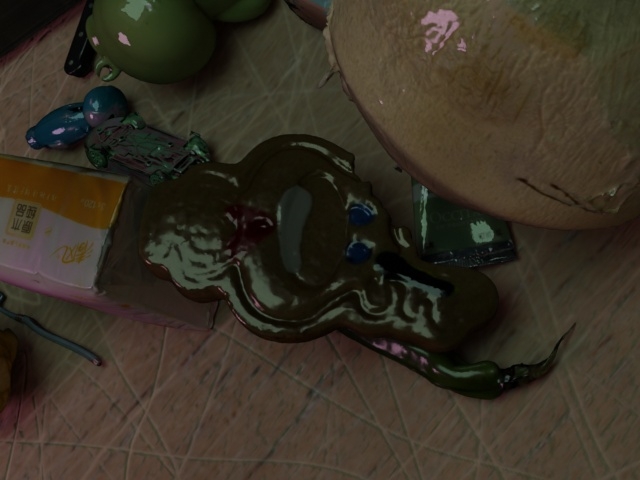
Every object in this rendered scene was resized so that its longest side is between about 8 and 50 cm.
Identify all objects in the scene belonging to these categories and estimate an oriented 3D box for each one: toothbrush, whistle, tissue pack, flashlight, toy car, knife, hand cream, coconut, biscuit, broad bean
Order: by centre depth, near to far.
[{"bbox_3d":[0.189,-0.203,1.059,0.360,0.346,0.346,-58,46,51],"label":"coconut"},{"bbox_3d":[-0.001,0.008,1.221,0.320,0.047,0.183,28,76,15],"label":"biscuit"},{"bbox_3d":[0.063,0.056,1.257,0.318,0.056,0.098,25,70,26],"label":"broad bean"},{"bbox_3d":[0.113,-0.086,1.265,0.086,0.055,0.235,-11,71,8],"label":"hand cream"},{"bbox_3d":[0.013,-0.232,1.355,0.094,0.074,0.058,32,86,35],"label":"tissue pack"},{"bbox_3d":[-0.229,-0.001,1.367,0.225,0.185,0.124,12,83,33],"label":"tissue pack"},{"bbox_3d":[-0.174,-0.082,1.431,0.142,0.055,0.069,23,51,28],"label":"toy car"},{"bbox_3d":[-0.120,-0.269,1.434,0.294,0.141,0.141,-46,56,-10],"label":"whistle"},{"bbox_3d":[-0.294,0.090,1.482,0.193,0.013,0.019,26,82,34],"label":"toothbrush"},{"bbox_3d":[-0.260,-0.128,1.507,0.129,0.051,0.051,-16,68,33],"label":"flashlight"},{"bbox_3d":[-0.216,-0.290,1.541,0.072,0.019,0.245,13,81,33],"label":"knife"}]

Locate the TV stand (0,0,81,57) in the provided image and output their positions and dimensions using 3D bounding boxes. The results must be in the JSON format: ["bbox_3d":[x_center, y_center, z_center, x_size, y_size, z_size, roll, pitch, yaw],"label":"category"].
[{"bbox_3d":[-0.304,-0.303,1.547,0.269,0.083,0.088,-29,54,23],"label":"TV stand"}]

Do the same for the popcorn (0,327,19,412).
[{"bbox_3d":[-0.384,0.125,1.452,0.167,0.148,0.152,20,65,23],"label":"popcorn"}]
